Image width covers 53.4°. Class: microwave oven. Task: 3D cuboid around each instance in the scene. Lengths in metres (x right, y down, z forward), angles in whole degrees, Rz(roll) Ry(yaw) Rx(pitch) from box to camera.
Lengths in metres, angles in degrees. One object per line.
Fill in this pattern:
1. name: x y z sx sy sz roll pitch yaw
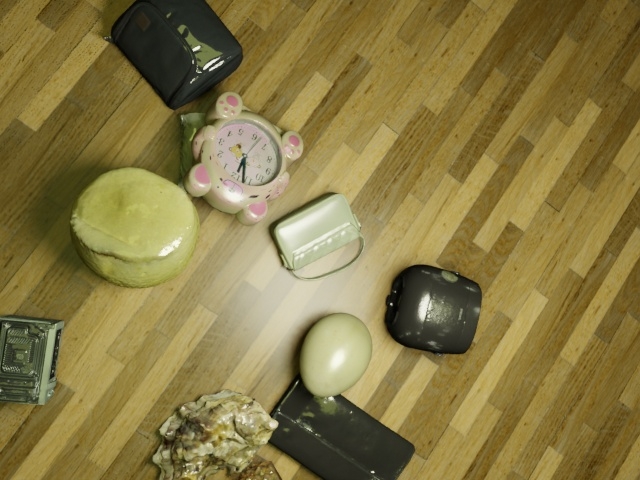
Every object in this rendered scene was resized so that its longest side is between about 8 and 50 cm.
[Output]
1. microwave oven: -0.749 0.300 1.614 0.163 0.122 0.207 8 85 -12

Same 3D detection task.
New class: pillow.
1. pillow: -0.331 -0.243 1.774 0.128 0.051 0.229 3 87 -10

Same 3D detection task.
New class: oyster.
1. oyster: -0.280 0.532 1.699 0.352 0.115 0.237 -18 90 3

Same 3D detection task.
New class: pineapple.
1. pineapple: -0.240 0.735 1.686 0.341 0.169 0.169 -33 93 -5

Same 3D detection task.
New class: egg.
1. egg: 0.039 0.312 1.735 0.189 0.188 0.253 40 54 -7

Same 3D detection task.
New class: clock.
1. clock: -0.212 -0.215 1.716 0.284 0.114 0.309 31 60 -22

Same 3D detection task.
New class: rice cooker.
1. rice cooker: 0.309 0.194 1.786 0.225 0.267 0.267 13 84 -4

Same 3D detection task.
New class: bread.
1. bread: -0.477 -0.027 1.642 0.321 0.237 0.320 4 76 -15

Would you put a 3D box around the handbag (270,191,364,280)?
1. handbag: 0.000 0.000 1.822 0.256 0.079 0.219 -28 103 -12

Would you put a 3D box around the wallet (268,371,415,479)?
1. wallet: 0.050 0.564 1.797 0.406 0.062 0.228 36 80 -7

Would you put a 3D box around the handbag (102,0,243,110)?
1. handbag: -0.398 -0.537 1.714 0.275 0.178 0.301 -40 95 -12
